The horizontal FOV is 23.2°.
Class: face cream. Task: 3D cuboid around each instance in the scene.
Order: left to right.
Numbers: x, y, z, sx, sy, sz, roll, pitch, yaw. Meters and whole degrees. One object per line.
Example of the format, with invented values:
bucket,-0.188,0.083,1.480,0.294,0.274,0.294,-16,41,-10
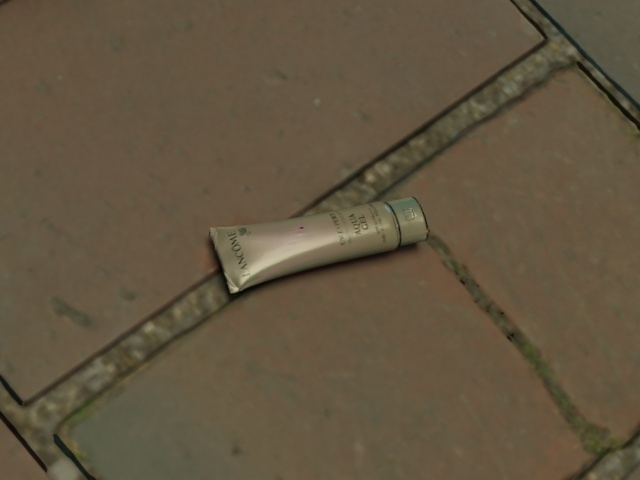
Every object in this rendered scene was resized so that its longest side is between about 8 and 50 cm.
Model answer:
face cream,0.000,0.000,0.799,0.115,0.020,0.038,-12,67,-20
